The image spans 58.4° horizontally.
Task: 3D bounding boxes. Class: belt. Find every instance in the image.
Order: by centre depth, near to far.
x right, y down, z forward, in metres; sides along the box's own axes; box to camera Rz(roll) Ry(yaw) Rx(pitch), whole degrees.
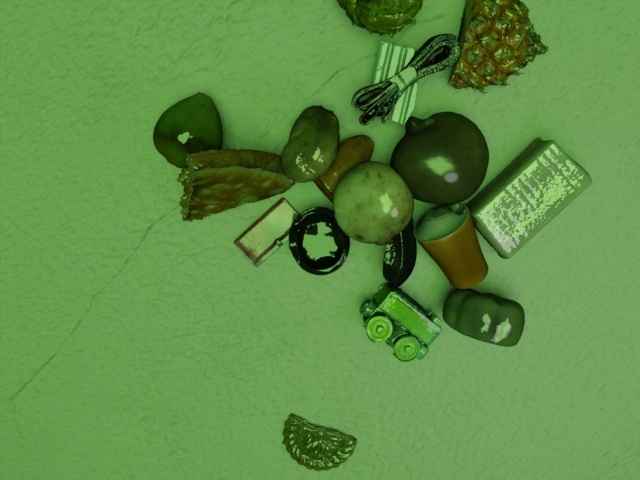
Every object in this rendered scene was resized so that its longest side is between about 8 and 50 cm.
[{"bbox_3d":[0.244,-0.468,1.659,0.359,0.094,0.126,-39,96,10],"label":"belt"}]

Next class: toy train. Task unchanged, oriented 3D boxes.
[{"bbox_3d":[0.262,0.272,1.896,0.271,0.159,0.188,38,95,-6],"label":"toy train"}]

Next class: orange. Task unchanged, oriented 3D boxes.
[{"bbox_3d":[0.164,-0.727,1.587,0.223,0.300,0.301,-41,55,-8],"label":"orange"}]

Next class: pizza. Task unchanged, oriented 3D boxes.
[{"bbox_3d":[-0.319,-0.172,1.751,0.406,0.439,0.130,-26,74,34],"label":"pizza"}]

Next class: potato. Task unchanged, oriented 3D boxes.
[{"bbox_3d":[-0.023,-0.294,1.712,0.141,0.296,0.191,34,131,-31],"label":"potato"}]

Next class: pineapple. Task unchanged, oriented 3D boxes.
[{"bbox_3d":[0.548,-0.591,1.651,0.286,0.209,0.345,10,102,-1],"label":"pineapple"}]

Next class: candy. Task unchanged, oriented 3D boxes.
[{"bbox_3d":[0.640,-0.132,1.791,0.358,0.145,0.208,-44,98,10],"label":"candy"}]

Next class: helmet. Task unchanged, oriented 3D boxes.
[{"bbox_3d":[0.000,0.000,1.817,0.189,0.193,0.216,-9,95,9],"label":"helmet"}]

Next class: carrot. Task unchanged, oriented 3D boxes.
[{"bbox_3d":[0.077,-0.238,1.799,0.159,0.159,0.225,42,88,-8],"label":"carrot"}]

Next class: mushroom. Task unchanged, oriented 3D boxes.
[{"bbox_3d":[0.153,-0.104,1.680,0.254,0.184,0.255,3,107,9],"label":"mushroom"}]

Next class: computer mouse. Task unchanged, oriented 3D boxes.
[{"bbox_3d":[0.265,0.010,1.817,0.087,0.168,0.296,9,100,21],"label":"computer mouse"}]

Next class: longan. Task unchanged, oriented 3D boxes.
[{"bbox_3d":[0.352,-0.246,1.725,0.300,0.243,0.300,1,87,-9],"label":"longan"}]

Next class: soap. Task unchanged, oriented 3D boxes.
[{"bbox_3d":[0.226,-0.476,1.752,0.145,0.091,0.231,13,104,2],"label":"soap"}]

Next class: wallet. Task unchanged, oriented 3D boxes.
[{"bbox_3d":[-0.168,-0.026,1.904,0.232,0.025,0.119,-41,98,9],"label":"wallet"}]

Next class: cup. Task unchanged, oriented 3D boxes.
[{"bbox_3d":[0.424,0.003,1.801,0.182,0.226,0.264,-10,126,37],"label":"cup"}]

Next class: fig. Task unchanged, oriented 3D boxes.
[{"bbox_3d":[-0.390,-0.327,1.750,0.230,0.207,0.207,-44,98,6],"label":"fig"}]

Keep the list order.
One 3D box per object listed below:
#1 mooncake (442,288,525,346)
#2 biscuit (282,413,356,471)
[{"bbox_3d":[0.523,0.234,1.827,0.274,0.275,0.135,13,96,-1],"label":"mooncake"},{"bbox_3d":[-0.017,0.752,2.078,0.273,0.036,0.187,19,103,-2],"label":"biscuit"}]
